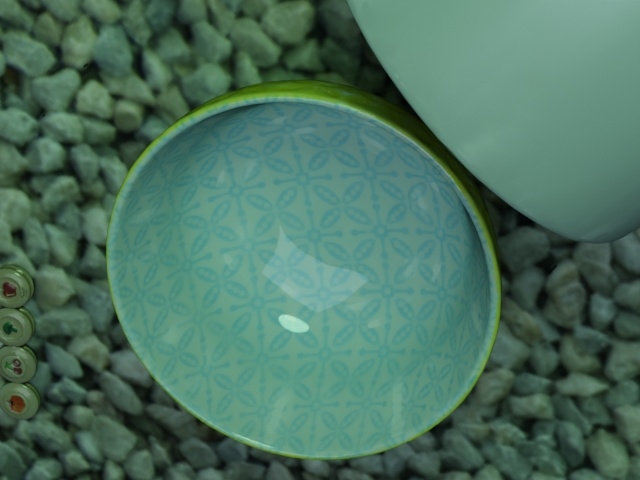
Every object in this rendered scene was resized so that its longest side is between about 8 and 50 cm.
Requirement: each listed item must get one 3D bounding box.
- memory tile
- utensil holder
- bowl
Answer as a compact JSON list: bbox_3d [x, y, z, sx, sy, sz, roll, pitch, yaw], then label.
[{"bbox_3d":[-0.293,0.084,1.571,0.113,0.012,0.148,6,117,11],"label":"memory tile"},{"bbox_3d":[0.237,-0.227,1.122,0.385,0.327,0.327,-37,103,28],"label":"utensil holder"},{"bbox_3d":[0.000,0.000,1.379,0.289,0.156,0.289,5,116,10],"label":"bowl"}]
